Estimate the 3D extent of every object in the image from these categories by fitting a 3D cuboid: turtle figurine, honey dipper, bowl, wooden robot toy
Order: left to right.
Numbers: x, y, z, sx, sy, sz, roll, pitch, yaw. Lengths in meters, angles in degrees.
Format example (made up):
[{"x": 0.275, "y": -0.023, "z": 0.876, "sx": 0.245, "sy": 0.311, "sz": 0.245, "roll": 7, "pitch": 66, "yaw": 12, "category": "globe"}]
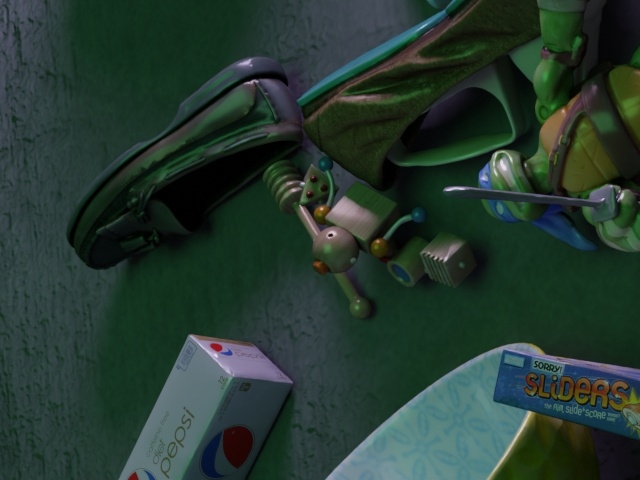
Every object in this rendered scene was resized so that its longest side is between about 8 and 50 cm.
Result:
[{"x": 0.000, "y": 0.000, "z": 1.435, "sx": 0.030, "sy": 0.030, "sz": 0.160, "roll": -49, "pitch": 54, "yaw": 26, "category": "honey dipper"}, {"x": 0.030, "y": 0.006, "z": 1.352, "sx": 0.173, "sy": 0.076, "sz": 0.079, "roll": 30, "pitch": 63, "yaw": 29, "category": "wooden robot toy"}, {"x": 0.093, "y": 0.224, "z": 1.189, "sx": 0.156, "sy": 0.289, "sz": 0.289, "roll": 47, "pitch": 123, "yaw": -9, "category": "bowl"}, {"x": 0.198, "y": -0.103, "z": 1.116, "sx": 0.266, "sy": 0.274, "sz": 0.198, "roll": -27, "pitch": 36, "yaw": 14, "category": "turtle figurine"}]

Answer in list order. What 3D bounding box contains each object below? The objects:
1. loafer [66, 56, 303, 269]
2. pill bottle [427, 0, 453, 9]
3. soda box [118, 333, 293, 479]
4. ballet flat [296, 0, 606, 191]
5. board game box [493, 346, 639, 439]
[{"x": -0.120, "y": -0.047, "z": 1.519, "sx": 0.267, "sy": 0.096, "sz": 0.084, "roll": -42, "pitch": 62, "yaw": 28, "category": "loafer"}, {"x": 0.081, "y": -0.239, "z": 1.375, "sx": 0.067, "sy": 0.067, "sz": 0.120, "roll": -53, "pitch": 50, "yaw": 23, "category": "pill bottle"}, {"x": -0.110, "y": 0.188, "z": 1.473, "sx": 0.069, "sy": 0.074, "sz": 0.216, "roll": 41, "pitch": 110, "yaw": 41, "category": "soda box"}, {"x": 0.122, "y": -0.134, "z": 1.291, "sx": 0.342, "sy": 0.116, "sz": 0.124, "roll": -35, "pitch": 95, "yaw": 39, "category": "ballet flat"}, {"x": 0.221, "y": 0.103, "z": 1.080, "sx": 0.136, "sy": 0.201, "sz": 0.035, "roll": 11, "pitch": 90, "yaw": 44, "category": "board game box"}]
